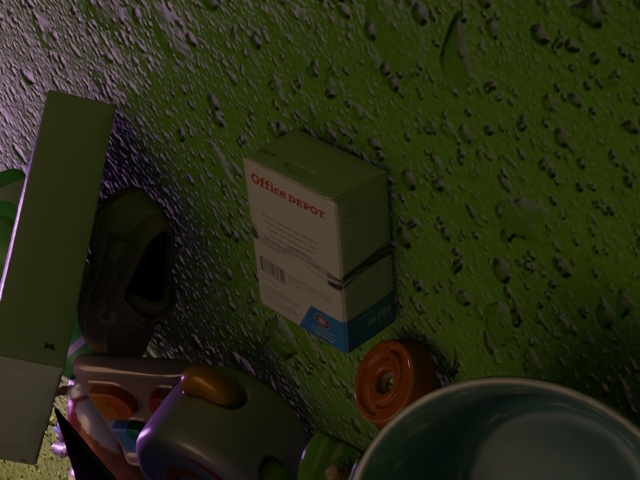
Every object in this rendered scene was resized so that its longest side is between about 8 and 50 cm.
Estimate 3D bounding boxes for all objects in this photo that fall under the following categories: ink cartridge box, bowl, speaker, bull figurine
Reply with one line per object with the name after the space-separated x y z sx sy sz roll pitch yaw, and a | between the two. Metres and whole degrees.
0.000 0.000 1.428 0.140 0.082 0.190 29 136 39 | ink cartridge box
0.196 0.250 1.225 0.312 0.163 0.311 4 101 23 | bowl
-0.393 0.047 1.969 0.296 0.131 0.131 55 148 7 | speaker
-0.327 0.337 2.141 0.310 0.101 0.188 57 152 8 | bull figurine

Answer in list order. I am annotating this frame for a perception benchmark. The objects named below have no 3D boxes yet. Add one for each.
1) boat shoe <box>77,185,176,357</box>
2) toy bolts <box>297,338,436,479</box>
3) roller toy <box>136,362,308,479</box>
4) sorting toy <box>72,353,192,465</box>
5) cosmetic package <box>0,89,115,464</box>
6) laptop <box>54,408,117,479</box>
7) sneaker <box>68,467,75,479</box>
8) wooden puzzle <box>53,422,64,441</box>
-0.242 0.070 1.801 0.098 0.109 0.302 41 138 29 | boat shoe
0.124 0.235 1.452 0.228 0.158 0.218 32 100 51 | toy bolts
-0.120 0.254 1.721 0.209 0.146 0.191 42 144 -8 | roller toy
-0.223 0.242 1.877 0.193 0.038 0.208 1 131 26 | sorting toy
-0.346 0.048 1.718 0.284 0.097 0.377 122 158 -53 | cosmetic package
-0.100 0.388 1.719 0.382 0.408 0.236 88 177 -51 | laptop
-0.383 0.537 2.335 0.145 0.147 0.384 32 138 39 | sneaker
-0.419 0.341 2.349 0.116 0.014 0.078 -20 99 58 | wooden puzzle
